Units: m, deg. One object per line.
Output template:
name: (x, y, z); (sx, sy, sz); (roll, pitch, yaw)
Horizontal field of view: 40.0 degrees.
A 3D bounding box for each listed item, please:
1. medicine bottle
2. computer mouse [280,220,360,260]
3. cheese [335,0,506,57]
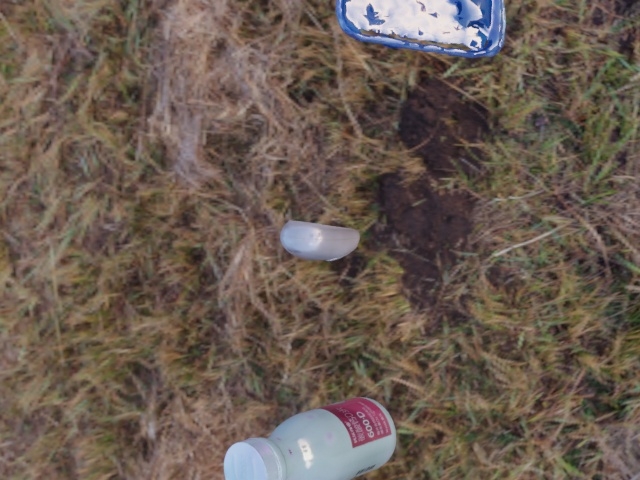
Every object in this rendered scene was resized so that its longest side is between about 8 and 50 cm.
medicine bottle: (-0.009, 0.240, 1.004); (0.090, 0.217, 0.090); (2, 94, 41)
computer mouse: (-0.001, 0.002, 0.920); (0.066, 0.096, 0.039); (8, 92, 36)
cheese: (0.055, -0.223, 0.438); (0.069, 0.177, 0.270); (158, 116, -74)
